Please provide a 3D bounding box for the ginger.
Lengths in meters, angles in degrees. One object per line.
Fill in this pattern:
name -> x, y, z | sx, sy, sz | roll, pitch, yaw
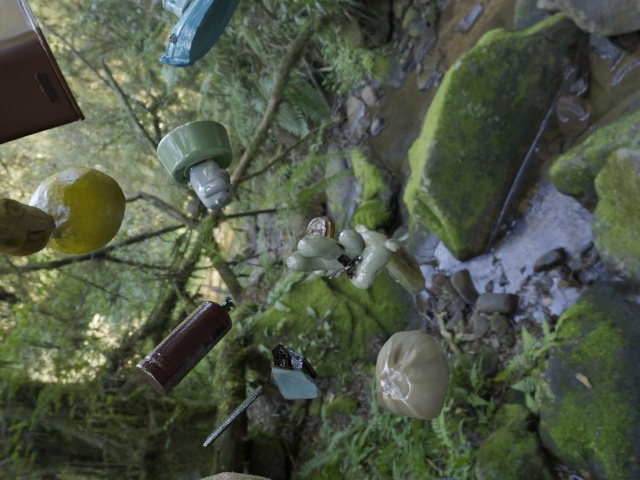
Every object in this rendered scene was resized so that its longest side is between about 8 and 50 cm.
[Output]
ginger -> -0.650, -0.018, 0.823 | 0.348, 0.363, 0.122 | 90, 158, -59

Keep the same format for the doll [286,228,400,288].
doll -> 0.055, 0.050, 1.320 | 0.175, 0.278, 0.149 | -5, 84, 62

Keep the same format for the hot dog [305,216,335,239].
hot dog -> 0.003, 0.000, 1.509 | 0.099, 0.065, 0.147 | 55, 151, 37

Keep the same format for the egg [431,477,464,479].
egg -> 0.178, 0.435, 0.770 | 0.146, 0.199, 0.146 | 21, 123, 36

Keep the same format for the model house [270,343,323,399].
model house -> -0.079, 0.355, 1.476 | 0.106, 0.165, 0.152 | -24, 30, 5

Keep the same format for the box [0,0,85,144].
box -> -0.749, -0.410, 1.247 | 0.339, 0.229, 0.239 | 51, 160, 38

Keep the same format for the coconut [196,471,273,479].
coconut -> -0.130, 0.471, 0.713 | 0.297, 0.254, 0.297 | -16, 60, 29

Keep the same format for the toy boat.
toy boat -> -0.233, -0.418, 0.966 | 0.215, 0.102, 0.088 | -56, -12, 10

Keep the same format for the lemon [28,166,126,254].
lemon -> -0.695, -0.091, 1.518 | 0.320, 0.245, 0.245 | -83, 18, -63

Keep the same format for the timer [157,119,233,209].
timer -> -0.446, -0.264, 2.053 | 0.291, 0.291, 0.315 | -46, 66, 48

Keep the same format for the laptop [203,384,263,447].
laptop -> -0.203, 0.415, 1.246 | 0.180, 0.016, 0.129 | -44, -3, -14

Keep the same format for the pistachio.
pistachio -> 0.259, 0.357, 1.431 | 0.208, 0.226, 0.332 | -43, 0, 21

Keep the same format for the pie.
pie -> 0.253, 0.064, 1.806 | 0.075, 0.337, 0.337 | -46, 31, 14

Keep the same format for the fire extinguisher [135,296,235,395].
fire extinguisher -> -0.348, 0.272, 1.459 | 0.337, 0.114, 0.135 | -46, -10, -34
